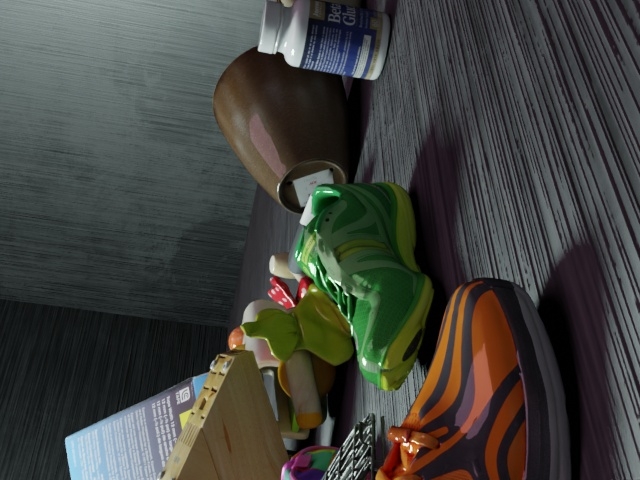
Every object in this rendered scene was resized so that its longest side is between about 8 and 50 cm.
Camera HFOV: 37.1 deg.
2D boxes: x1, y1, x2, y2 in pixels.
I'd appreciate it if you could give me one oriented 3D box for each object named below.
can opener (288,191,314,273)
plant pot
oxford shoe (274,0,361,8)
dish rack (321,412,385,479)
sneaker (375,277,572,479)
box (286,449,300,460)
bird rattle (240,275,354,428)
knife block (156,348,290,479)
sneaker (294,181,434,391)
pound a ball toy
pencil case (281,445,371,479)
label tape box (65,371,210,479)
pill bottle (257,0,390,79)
[{"bbox_3d":[0.000,0.000,1.377,0.280,0.074,0.093,120,157,-69],"label":"can opener"},{"bbox_3d":[-0.038,-0.153,1.457,0.230,0.215,0.215,-111,27,-43],"label":"plant pot"},{"bbox_3d":[0.008,-0.445,1.578,0.397,0.140,0.146,-96,23,-52],"label":"oxford shoe"},{"bbox_3d":[0.028,0.294,0.810,0.271,0.074,0.208,-87,21,-54],"label":"dish rack"},{"bbox_3d":[0.039,0.170,0.559,0.124,0.180,0.321,127,151,-73],"label":"sneaker"},{"bbox_3d":[-0.060,0.448,1.420,0.220,0.051,0.175,-97,17,-60],"label":"box"},{"bbox_3d":[-0.032,0.149,1.302,0.253,0.143,0.207,-165,67,-85],"label":"bird rattle"},{"bbox_3d":[-0.074,0.309,1.245,0.275,0.242,0.088,-66,18,-13],"label":"knife block"},{"bbox_3d":[0.035,0.038,0.919,0.295,0.123,0.109,-96,17,-59],"label":"sneaker"},{"bbox_3d":[-0.078,0.155,1.552,0.319,0.136,0.208,-111,30,-72],"label":"pound a ball toy"},{"bbox_3d":[-0.014,0.339,1.026,0.104,0.104,0.236,-104,26,-69],"label":"pencil case"},{"bbox_3d":[-0.220,0.368,1.472,0.115,0.348,0.249,25,-137,-56],"label":"label tape box"},{"bbox_3d":[0.003,-0.278,1.300,0.094,0.169,0.094,-172,90,-82],"label":"pill bottle"}]
